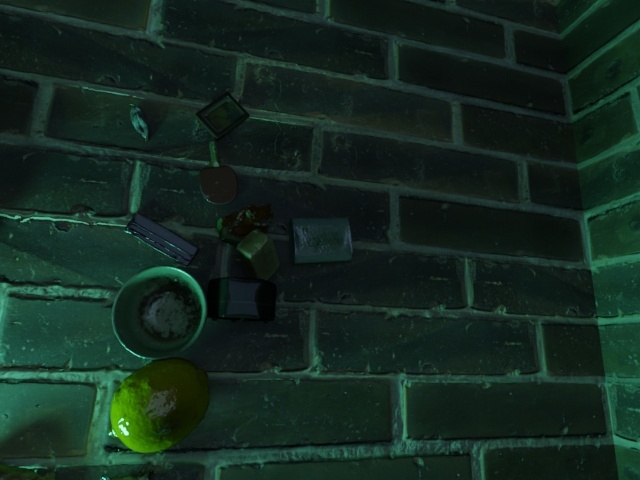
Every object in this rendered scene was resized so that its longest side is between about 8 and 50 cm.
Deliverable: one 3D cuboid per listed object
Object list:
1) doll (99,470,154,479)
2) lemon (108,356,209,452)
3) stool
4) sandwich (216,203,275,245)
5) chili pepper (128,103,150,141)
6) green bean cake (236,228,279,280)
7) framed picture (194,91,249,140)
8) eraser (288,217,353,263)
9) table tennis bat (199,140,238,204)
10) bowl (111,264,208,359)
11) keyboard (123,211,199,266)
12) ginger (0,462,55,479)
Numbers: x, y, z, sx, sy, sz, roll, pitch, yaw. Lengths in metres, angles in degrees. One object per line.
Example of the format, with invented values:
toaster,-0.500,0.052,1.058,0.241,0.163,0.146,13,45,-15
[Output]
doll,-0.584,0.776,1.273,0.149,0.095,0.192,15,71,-19
lemon,-0.471,0.482,1.297,0.260,0.260,0.284,37,67,-5
stool,-0.260,0.201,1.449,0.232,0.232,0.141,5,77,-15
sandwich,-0.262,-0.053,1.543,0.184,0.160,0.109,4,56,-23
chili pepper,-0.655,-0.432,1.581,0.050,0.041,0.153,-24,82,22
green bean cake,-0.214,0.058,1.515,0.085,0.179,0.109,29,59,28
framed picture,-0.378,-0.481,1.683,0.128,0.023,0.168,47,69,-1
eraser,0.000,0.000,1.646,0.226,0.081,0.174,-2,78,-18
table tennis bat,-0.385,-0.251,1.629,0.138,0.022,0.247,-6,80,-18
bowl,-0.493,0.234,1.394,0.289,0.146,0.289,1,73,-3
keyboard,-0.549,-0.005,1.518,0.250,0.017,0.087,31,71,-6
ginger,-0.878,0.689,1.217,0.294,0.086,0.131,24,49,-14
